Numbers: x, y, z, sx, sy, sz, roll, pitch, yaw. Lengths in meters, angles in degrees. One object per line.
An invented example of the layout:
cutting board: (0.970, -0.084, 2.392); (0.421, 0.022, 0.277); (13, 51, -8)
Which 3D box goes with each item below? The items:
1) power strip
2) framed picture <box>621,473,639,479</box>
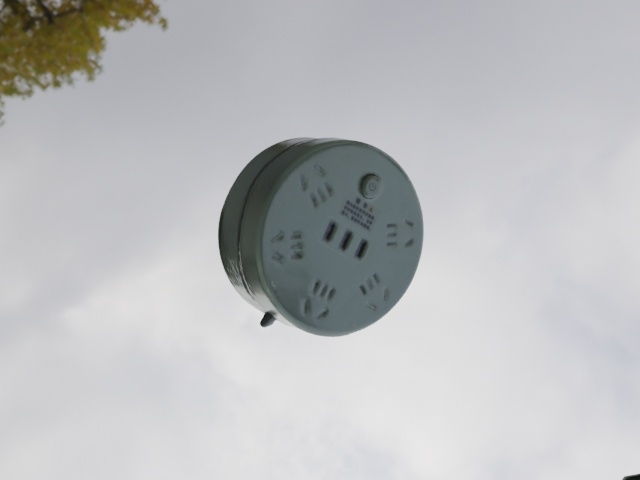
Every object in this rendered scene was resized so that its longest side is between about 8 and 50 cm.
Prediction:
power strip: (0.000, 0.000, 1.531); (0.357, 0.357, 0.161); (-56, -150, -11)
framed picture: (0.459, 0.321, 1.093); (0.192, 0.018, 0.265); (-23, 176, -46)
